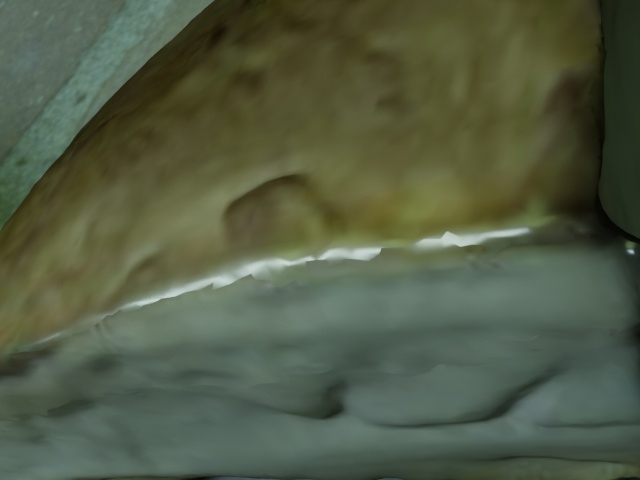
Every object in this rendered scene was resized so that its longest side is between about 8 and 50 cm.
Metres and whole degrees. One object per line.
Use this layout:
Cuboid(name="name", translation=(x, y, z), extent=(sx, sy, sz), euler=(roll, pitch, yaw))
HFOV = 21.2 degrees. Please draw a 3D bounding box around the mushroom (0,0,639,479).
Cuboid(name="mushroom", translation=(-0.011, -0.032, 0.757), extent=(0.397, 0.224, 0.313), euler=(-14, 54, 27))
